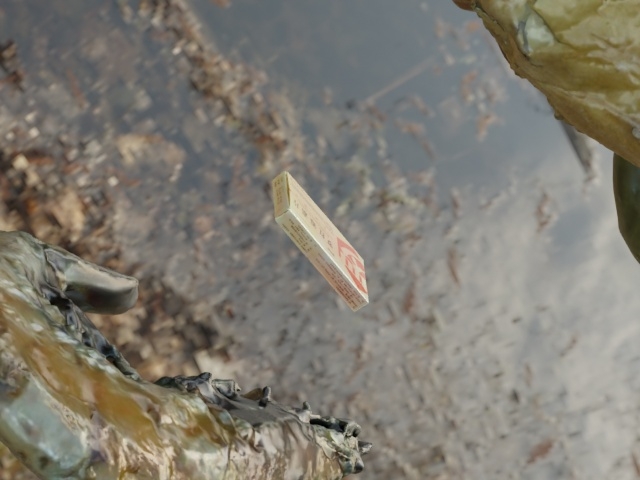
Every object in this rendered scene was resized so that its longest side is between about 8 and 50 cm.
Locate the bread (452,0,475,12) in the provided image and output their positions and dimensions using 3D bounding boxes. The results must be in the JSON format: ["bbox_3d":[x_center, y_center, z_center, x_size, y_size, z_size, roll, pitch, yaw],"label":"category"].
[{"bbox_3d":[0.191,-0.298,1.357,0.270,0.270,0.148,14,50,-37],"label":"bread"}]

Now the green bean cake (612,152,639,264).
[{"bbox_3d":[0.421,-0.089,1.557,0.218,0.335,0.319,-1,94,-24],"label":"green bean cake"}]

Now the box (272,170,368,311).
[{"bbox_3d":[0.000,0.000,1.156,0.093,0.015,0.058,49,18,-25],"label":"box"}]

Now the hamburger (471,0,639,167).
[{"bbox_3d":[0.226,-0.185,1.064,0.283,0.259,0.144,47,12,-17],"label":"hamburger"}]

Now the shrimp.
[{"bbox_3d":[-0.095,0.075,0.989,0.233,0.071,0.365,50,18,27],"label":"shrimp"}]
